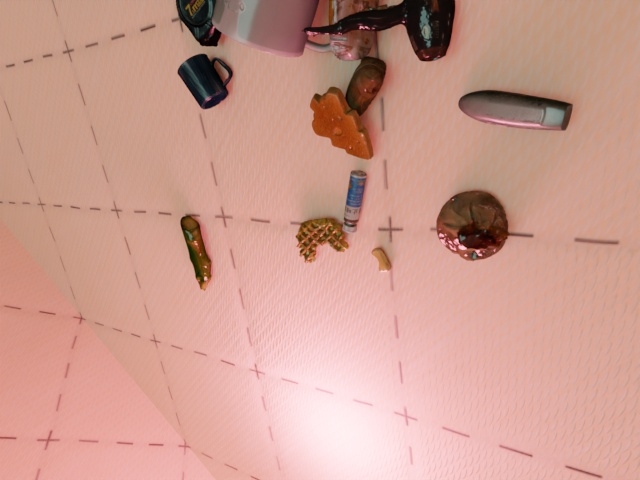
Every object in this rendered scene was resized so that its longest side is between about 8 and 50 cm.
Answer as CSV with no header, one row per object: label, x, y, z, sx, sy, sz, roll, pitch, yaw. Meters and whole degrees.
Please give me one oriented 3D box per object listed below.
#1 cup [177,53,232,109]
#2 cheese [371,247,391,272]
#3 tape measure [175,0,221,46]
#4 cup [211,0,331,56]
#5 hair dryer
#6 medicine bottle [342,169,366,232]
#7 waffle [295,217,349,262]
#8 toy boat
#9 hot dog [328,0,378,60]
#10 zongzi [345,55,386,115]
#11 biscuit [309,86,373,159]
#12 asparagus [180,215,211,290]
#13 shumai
cup,-0.372,-0.525,1.457,0.150,0.113,0.138,-30,94,41
cheese,0.188,0.061,1.394,0.044,0.030,0.083,-24,102,33
tape measure,-0.341,-0.718,1.352,0.199,0.112,0.186,-32,98,34
cup,-0.075,-0.639,1.140,0.356,0.260,0.275,17,125,-9
hair dryer,0.125,-0.550,1.022,0.358,0.120,0.304,-11,102,1
medicine bottle,0.102,-0.117,1.358,0.051,0.051,0.191,21,121,25
waffle,0.001,-0.001,1.481,0.193,0.051,0.149,-7,107,31
toy boat,0.440,-0.303,1.033,0.260,0.085,0.078,23,122,37
hot dog,0.082,-0.583,1.096,0.075,0.144,0.268,36,123,45
zongzi,0.103,-0.370,1.164,0.081,0.178,0.189,23,127,-7
biscuit,0.064,-0.321,1.260,0.238,0.041,0.212,44,156,-1
asparagus,-0.503,0.065,1.839,0.084,0.082,0.344,3,114,29
shumai,0.390,-0.022,1.161,0.201,0.120,0.202,13,119,26
